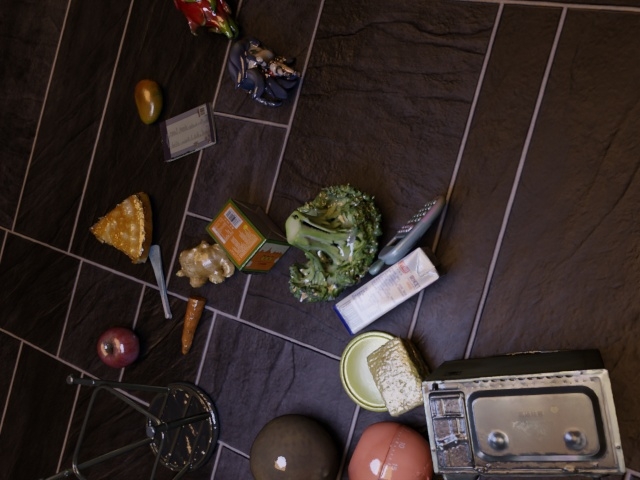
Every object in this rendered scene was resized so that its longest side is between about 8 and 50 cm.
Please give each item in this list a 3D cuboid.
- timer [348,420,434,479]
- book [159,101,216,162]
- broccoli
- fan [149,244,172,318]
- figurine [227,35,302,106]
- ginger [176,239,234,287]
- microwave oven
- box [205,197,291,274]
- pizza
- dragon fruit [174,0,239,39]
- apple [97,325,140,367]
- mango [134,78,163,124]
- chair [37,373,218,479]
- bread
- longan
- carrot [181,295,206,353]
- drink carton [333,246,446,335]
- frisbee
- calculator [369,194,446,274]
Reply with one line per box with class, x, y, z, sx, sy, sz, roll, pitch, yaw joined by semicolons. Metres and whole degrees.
timer;0.195;0.611;1.472;0.215;0.230;0.229;23;95;16
book;-0.483;-0.393;1.991;0.231;0.026;0.157;-16;76;22
broccoli;0.002;-0.002;1.600;0.375;0.302;0.249;-63;26;7
fan;-0.586;0.152;1.991;0.057;0.023;0.281;-20;76;21
figurine;-0.191;-0.554;1.791;0.197;0.175;0.265;-44;62;20
ginger;-0.403;0.081;1.868;0.216;0.102;0.157;-20;104;17
microwave oven;0.482;0.415;1.305;0.395;0.333;0.247;-10;86;24
box;-0.230;-0.010;1.752;0.148;0.177;0.195;-48;69;13
pizza;-0.724;-0.018;2.040;0.288;0.074;0.251;-29;72;22
dragon fruit;-0.394;-0.816;1.919;0.198;0.200;0.269;-42;109;10
apple;-0.730;0.388;1.983;0.154;0.120;0.153;0;90;21
mango;-0.640;-0.523;2.041;0.111;0.089;0.163;-16;88;35
chair;-0.559;0.634;1.719;0.362;0.410;0.364;20;94;26
bread;0.228;0.379;1.526;0.138;0.102;0.196;-33;69;16
longan;-0.076;0.633;1.585;0.258;0.258;0.258;-2;84;25
carrot;-0.452;0.299;1.900;0.061;0.061;0.209;19;97;25
drink carton;0.198;0.141;1.562;0.315;0.130;0.106;-37;79;18
frisbee;0.167;0.388;1.620;0.236;0.017;0.235;-2;85;25
calculator;0.243;-0.012;1.523;0.041;0.185;0.299;43;86;-2
